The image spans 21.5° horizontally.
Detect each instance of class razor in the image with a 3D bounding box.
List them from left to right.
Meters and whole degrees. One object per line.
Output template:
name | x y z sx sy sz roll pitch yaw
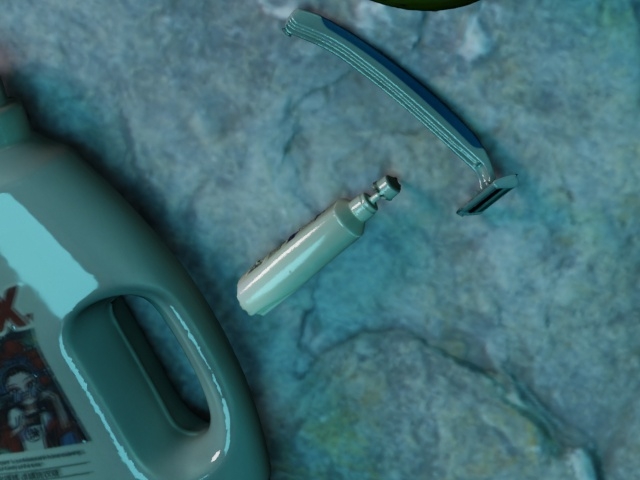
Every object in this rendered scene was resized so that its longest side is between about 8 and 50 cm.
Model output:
razor | 0.055 -0.096 1.152 0.191 0.037 0.068 43 155 -1

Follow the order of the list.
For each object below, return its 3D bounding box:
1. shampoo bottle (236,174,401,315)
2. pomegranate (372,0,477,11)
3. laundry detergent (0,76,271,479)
shampoo bottle | 0.000 0.000 1.195 0.141 0.049 0.034 -38 93 21
pomegranate | 0.032 -0.244 1.007 0.285 0.231 0.231 -7 109 26
laundry detergent | -0.195 0.054 1.222 0.264 0.125 0.398 -9 106 17
